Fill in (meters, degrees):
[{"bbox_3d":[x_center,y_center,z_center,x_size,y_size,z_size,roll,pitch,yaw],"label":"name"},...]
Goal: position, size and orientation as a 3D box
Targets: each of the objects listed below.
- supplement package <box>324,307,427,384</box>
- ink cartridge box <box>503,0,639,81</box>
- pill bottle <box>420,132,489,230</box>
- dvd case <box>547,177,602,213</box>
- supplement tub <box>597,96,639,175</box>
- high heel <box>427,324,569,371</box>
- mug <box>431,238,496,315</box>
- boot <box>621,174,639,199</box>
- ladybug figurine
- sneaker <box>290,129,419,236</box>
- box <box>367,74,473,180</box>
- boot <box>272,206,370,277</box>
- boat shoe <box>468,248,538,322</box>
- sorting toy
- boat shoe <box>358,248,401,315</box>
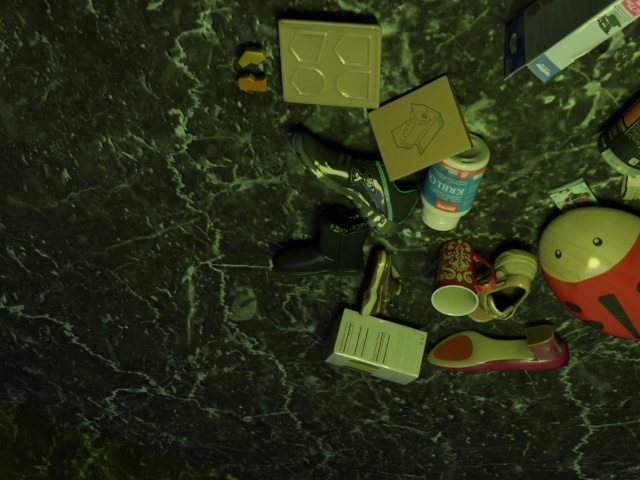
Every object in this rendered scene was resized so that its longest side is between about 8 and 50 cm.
[{"bbox_3d":[0.153,0.299,2.330,0.244,0.133,0.139,17,159,-5],"label":"supplement package"},{"bbox_3d":[0.468,-0.413,1.505,0.065,0.185,0.311,36,132,-26],"label":"ink cartridge box"},{"bbox_3d":[0.296,-0.128,1.886,0.124,0.124,0.221,11,137,1],"label":"pill bottle"},{"bbox_3d":[0.596,-0.090,1.940,0.087,0.013,0.119,-22,126,31],"label":"dvd case"},{"bbox_3d":[0.671,-0.230,1.702,0.117,0.117,0.190,26,136,-14],"label":"supplement tub"},{"bbox_3d":[0.498,0.336,2.334,0.378,0.127,0.181,-11,139,28],"label":"high heel"},{"bbox_3d":[0.355,0.089,2.067,0.150,0.169,0.113,6,136,5],"label":"mug"},{"bbox_3d":[0.744,-0.159,1.791,0.165,0.077,0.213,6,139,9],"label":"boot"},{"bbox_3d":[0.702,0.100,1.996,0.305,0.161,0.449,-26,128,36],"label":"ladybug figurine"},{"bbox_3d":[0.079,-0.159,1.934,0.341,0.125,0.139,38,104,-21],"label":"sneaker"},{"bbox_3d":[0.211,-0.238,1.791,0.201,0.021,0.164,-22,84,31],"label":"box"},{"bbox_3d":[0.000,0.000,2.105,0.247,0.094,0.207,2,140,1],"label":"boot"},{"bbox_3d":[0.443,0.142,2.114,0.122,0.110,0.341,15,150,-1],"label":"boat shoe"},{"bbox_3d":[-0.025,-0.379,1.764,0.308,0.041,0.229,6,141,7],"label":"sorting toy"},{"bbox_3d":[0.166,0.110,2.199,0.095,0.095,0.257,5,146,-6],"label":"boat shoe"}]
